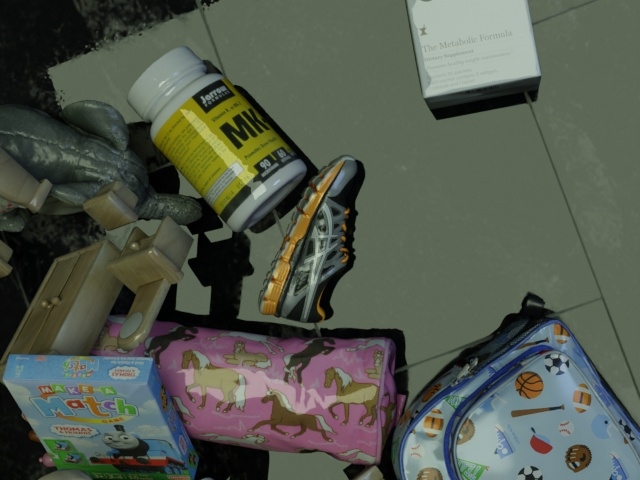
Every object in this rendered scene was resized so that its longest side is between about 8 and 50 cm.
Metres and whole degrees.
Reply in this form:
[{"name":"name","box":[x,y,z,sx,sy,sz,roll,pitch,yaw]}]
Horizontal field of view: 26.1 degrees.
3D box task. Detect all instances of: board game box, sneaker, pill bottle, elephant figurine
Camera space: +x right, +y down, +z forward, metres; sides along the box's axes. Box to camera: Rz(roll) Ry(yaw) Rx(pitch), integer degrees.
[{"name":"board game box","box":[-0.235,0.196,1.505,0.160,0.211,0.039,0,51,12]},{"name":"sneaker","box":[0.000,0.000,1.645,0.083,0.084,0.215,23,96,-6]},{"name":"pill bottle","box":[-0.125,-0.122,1.636,0.119,0.119,0.208,-43,85,5]},{"name":"elephant figurine","box":[-0.281,-0.089,1.625,0.239,0.186,0.169,7,109,18]}]

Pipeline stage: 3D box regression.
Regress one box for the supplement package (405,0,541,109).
[{"name":"supplement package","box":[0.165,-0.288,1.590,0.139,0.134,0.244,-11,88,7]}]

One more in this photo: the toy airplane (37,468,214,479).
[{"name":"toy airplane","box":[-0.229,0.434,1.520,0.386,0.272,0.384,25,116,-31]}]

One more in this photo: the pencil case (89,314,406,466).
[{"name":"pencil case","box":[-0.097,0.174,1.606,0.386,0.167,0.160,4,112,8]}]

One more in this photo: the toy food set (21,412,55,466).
[{"name":"toy food set","box":[-0.327,0.240,1.711,0.078,0.019,0.122,-42,85,5]}]

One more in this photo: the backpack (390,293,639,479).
[{"name":"backpack","box":[0.218,0.241,1.537,0.263,0.213,0.276,-35,85,3]}]

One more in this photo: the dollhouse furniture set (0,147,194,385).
[{"name":"dollhouse furniture set","box":[-0.374,-0.012,1.485,0.303,0.173,0.355,-17,130,40]}]

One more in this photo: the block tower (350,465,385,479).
[{"name":"block tower","box":[0.114,0.416,1.558,0.091,0.097,0.335,-36,91,-23]}]
